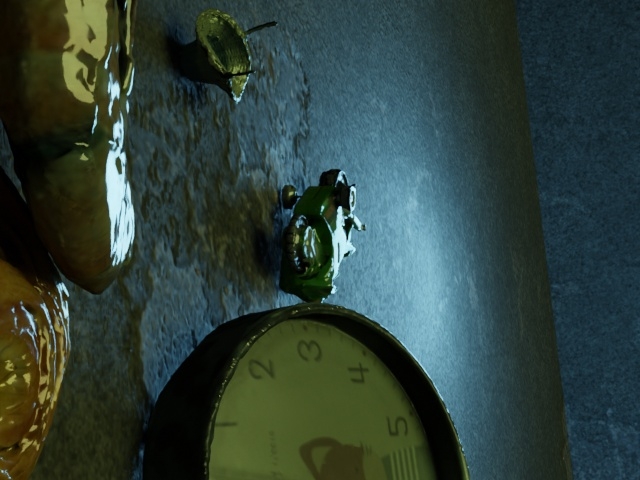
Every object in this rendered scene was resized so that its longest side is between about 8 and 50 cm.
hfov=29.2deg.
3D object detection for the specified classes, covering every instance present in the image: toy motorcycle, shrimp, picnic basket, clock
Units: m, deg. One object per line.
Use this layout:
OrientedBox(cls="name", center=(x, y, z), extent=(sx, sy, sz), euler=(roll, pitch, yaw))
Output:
OrientedBox(cls="toy motorcycle", center=(0.000, 0.000, 1.206), extent=(0.190, 0.074, 0.106), euler=(-55, 142, -64))
OrientedBox(cls="shrimp", center=(-0.130, -0.145, 0.654), extent=(0.247, 0.085, 0.360), euler=(93, -8, -72))
OrientedBox(cls="picnic basket", center=(-0.078, -0.154, 1.031), extent=(0.083, 0.083, 0.065), euler=(63, 32, -35))
OrientedBox(cls="clock", center=(0.004, 0.207, 0.963), extent=(0.325, 0.067, 0.325), euler=(22, 59, -42))

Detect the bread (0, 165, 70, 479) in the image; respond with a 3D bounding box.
OrientedBox(cls="bread", center=(-0.206, 0.026, 0.549), extent=(0.236, 0.120, 0.198), euler=(64, 28, -42))
